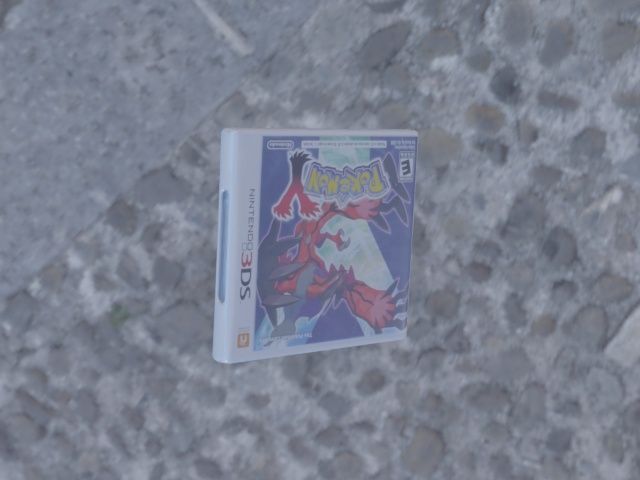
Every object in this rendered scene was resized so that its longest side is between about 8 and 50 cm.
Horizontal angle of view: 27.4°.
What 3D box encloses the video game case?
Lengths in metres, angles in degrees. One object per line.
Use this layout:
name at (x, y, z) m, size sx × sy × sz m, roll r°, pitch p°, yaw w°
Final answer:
video game case at (0.000, 0.000, 1.076) m, size 0.023 × 0.201 × 0.184 m, roll 11°, pitch 101°, yaw 47°
